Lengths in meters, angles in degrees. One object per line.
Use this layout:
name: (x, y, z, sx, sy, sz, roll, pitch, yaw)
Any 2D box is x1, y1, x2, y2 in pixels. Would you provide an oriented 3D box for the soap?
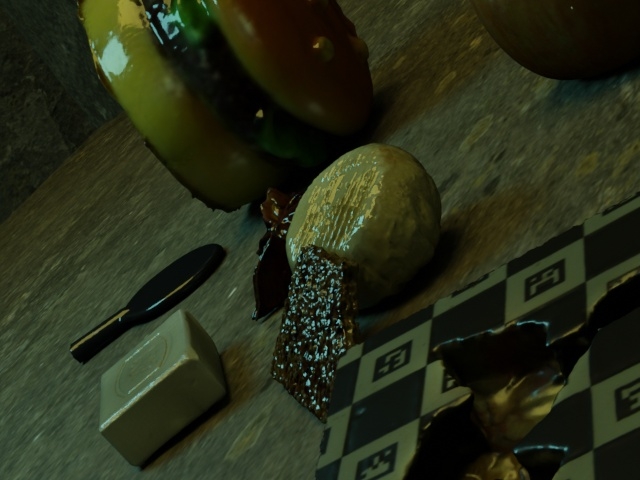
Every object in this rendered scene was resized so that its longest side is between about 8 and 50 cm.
soap: (-0.159, 0.145, 1.583, 0.121, 0.064, 0.183, -40, 13, 1)

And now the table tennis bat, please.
table tennis bat: (-0.223, 0.077, 2.034, 0.236, 0.027, 0.150, -37, 14, -3)

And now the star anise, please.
star anise: (0.004, -0.001, 1.666, 0.140, 0.144, 0.158, 131, 148, -51)

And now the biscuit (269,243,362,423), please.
biscuit: (0.002, 0.076, 1.337, 0.237, 0.026, 0.131, -157, 78, -75)

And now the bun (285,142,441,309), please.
bun: (0.049, -0.008, 1.491, 0.188, 0.111, 0.164, -15, 46, 57)

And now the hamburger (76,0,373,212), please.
hamburger: (-0.097, -0.248, 2.099, 0.277, 0.396, 0.396, -34, 15, 18)

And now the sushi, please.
sushi: (0.155, 0.101, 0.962, 0.359, 0.064, 0.343, -31, 20, 21)

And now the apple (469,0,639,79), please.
apple: (0.256, -0.295, 1.603, 0.242, 0.241, 0.242, -35, 17, 13)
